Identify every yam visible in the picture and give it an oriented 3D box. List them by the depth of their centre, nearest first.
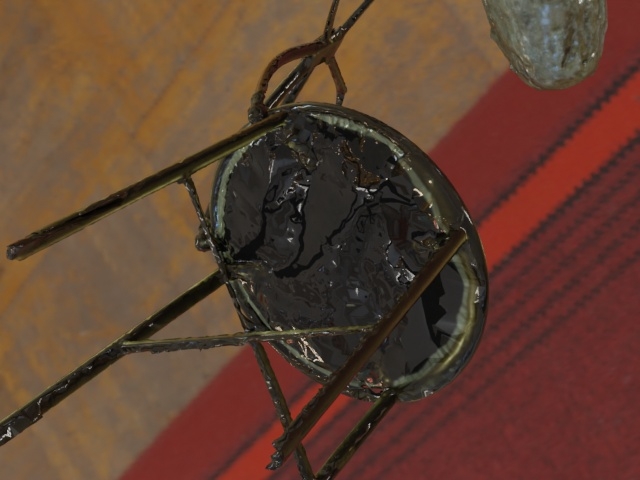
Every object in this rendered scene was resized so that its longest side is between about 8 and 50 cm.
[{"bbox_3d":[0.179,-0.282,1.318,0.133,0.133,0.330,10,122,41],"label":"yam"}]

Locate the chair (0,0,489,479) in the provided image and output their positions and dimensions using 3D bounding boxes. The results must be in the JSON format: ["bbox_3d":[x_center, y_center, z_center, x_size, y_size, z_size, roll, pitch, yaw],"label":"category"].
[{"bbox_3d":[0.000,0.000,0.695,0.170,0.326,0.159,35,132,14],"label":"chair"}]
